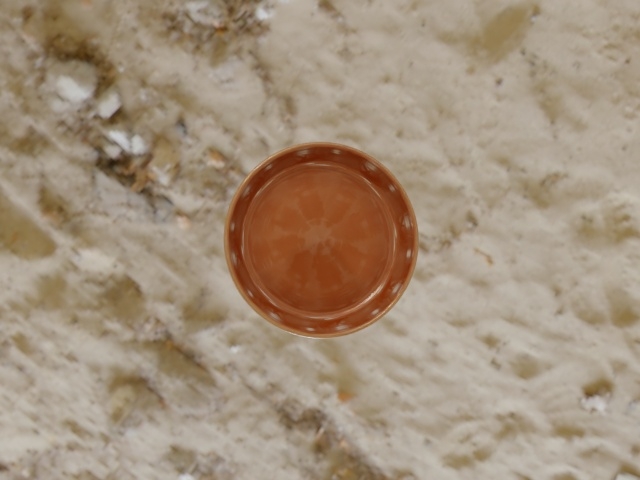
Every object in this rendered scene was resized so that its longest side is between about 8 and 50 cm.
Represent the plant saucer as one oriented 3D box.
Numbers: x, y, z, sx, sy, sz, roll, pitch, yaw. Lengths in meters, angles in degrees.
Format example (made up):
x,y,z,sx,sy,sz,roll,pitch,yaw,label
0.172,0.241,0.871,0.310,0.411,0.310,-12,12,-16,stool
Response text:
x,y,z,sx,sy,sz,roll,pitch,yaw,label
0.000,0.000,0.504,0.083,0.083,0.013,40,171,-5,plant saucer
